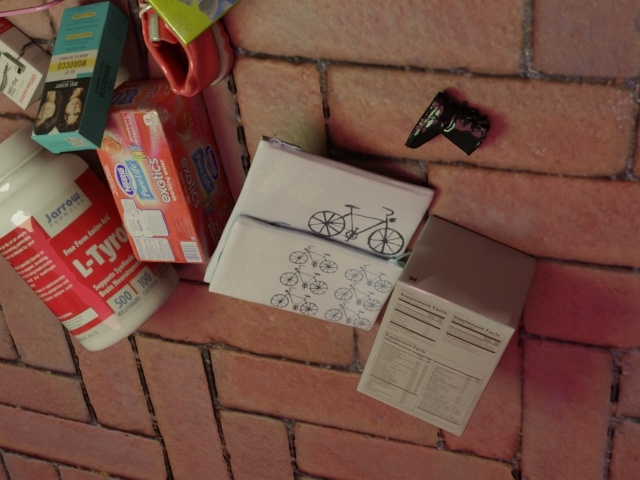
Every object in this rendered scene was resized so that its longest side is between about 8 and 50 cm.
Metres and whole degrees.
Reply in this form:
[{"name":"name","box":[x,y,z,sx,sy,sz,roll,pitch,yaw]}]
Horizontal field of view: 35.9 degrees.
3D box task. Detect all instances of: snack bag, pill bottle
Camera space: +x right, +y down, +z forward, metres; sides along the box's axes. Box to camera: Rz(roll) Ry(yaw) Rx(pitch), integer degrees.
[{"name":"snack bag","box":[0.000,0.000,1.681,0.323,0.037,0.343,17,128,-13]},{"name":"pill bottle","box":[-0.471,-0.010,1.838,0.229,0.229,0.408,-26,109,36]}]

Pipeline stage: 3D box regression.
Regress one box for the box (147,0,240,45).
[{"name":"box","box":[-0.170,-0.390,1.481,0.178,0.042,0.109,-42,104,-4]}]

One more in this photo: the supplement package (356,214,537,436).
[{"name":"supplement package","box":[0.210,0.142,1.649,0.198,0.199,0.263,23,129,8]}]

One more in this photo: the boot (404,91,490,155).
[{"name":"boot","box":[0.199,-0.166,1.540,0.099,0.045,0.121,32,130,-4]}]

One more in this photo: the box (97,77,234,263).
[{"name":"box","box":[-0.271,-0.120,1.724,0.154,0.142,0.300,1,123,25]}]

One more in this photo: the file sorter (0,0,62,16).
[{"name":"file sorter","box":[-0.487,-0.509,1.523,0.202,0.182,0.291,-2,122,26]}]

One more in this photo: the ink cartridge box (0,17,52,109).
[{"name":"ink cartridge box","box":[-0.551,-0.317,1.770,0.135,0.056,0.099,39,129,-4]}]

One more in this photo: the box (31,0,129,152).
[{"name":"box","box":[-0.392,-0.267,1.618,0.100,0.244,0.060,-2,158,26]}]

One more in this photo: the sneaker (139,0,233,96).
[{"name":"sneaker","box":[-0.231,-0.369,1.533,0.116,0.136,0.314,-7,120,27]}]
